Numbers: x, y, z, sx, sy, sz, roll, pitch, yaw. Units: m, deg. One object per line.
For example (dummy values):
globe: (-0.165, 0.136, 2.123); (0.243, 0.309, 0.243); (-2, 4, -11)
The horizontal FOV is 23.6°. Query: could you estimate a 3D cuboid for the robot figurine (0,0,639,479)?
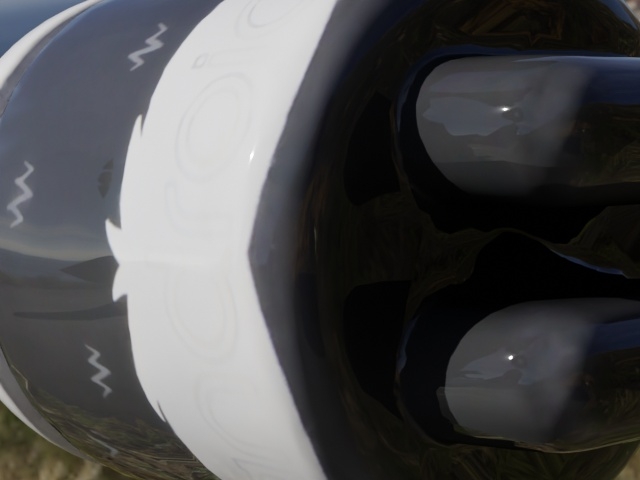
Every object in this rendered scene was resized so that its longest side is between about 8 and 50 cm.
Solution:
robot figurine: (0.002, -0.002, 0.464); (0.278, 0.173, 0.209); (2, 56, 50)
